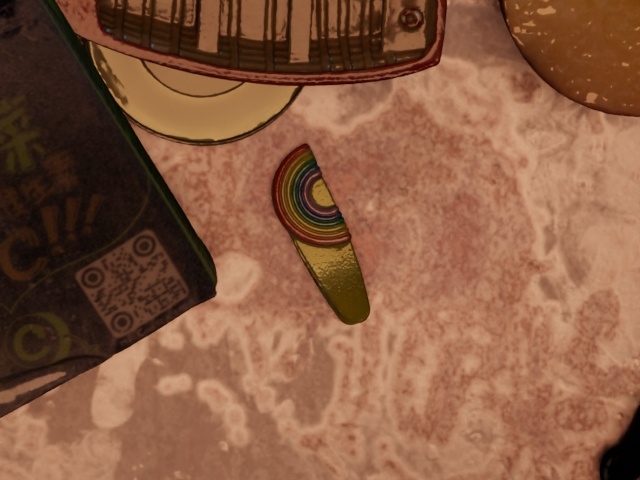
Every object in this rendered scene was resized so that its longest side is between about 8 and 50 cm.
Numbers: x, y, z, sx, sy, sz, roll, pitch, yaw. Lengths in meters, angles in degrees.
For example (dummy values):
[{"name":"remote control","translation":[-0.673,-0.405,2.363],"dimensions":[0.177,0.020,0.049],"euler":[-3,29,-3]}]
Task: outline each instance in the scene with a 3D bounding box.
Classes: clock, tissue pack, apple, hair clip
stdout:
[{"name":"clock","translation":[-0.115,-0.210,1.814],"dimensions":[0.235,0.029,0.235],"euler":[-1,97,-5]},{"name":"tissue pack","translation":[-0.305,-0.047,1.710],"dimensions":[0.288,0.124,0.394],"euler":[-30,121,1]},{"name":"apple","translation":[0.302,-0.282,1.777],"dimensions":[0.251,0.163,0.293],"euler":[32,107,-16]},{"name":"hair clip","translation":[0.000,0.000,1.850],"dimensions":[0.060,0.033,0.188],"euler":[-24,98,-1]}]

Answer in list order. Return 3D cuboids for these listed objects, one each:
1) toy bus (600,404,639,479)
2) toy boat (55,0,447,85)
[{"name":"toy bus","translation":[0.291,0.359,1.895],"dimensions":[0.092,0.093,0.409],"euler":[21,96,-15]},{"name":"toy boat","translation":[-0.077,-0.218,1.764],"dimensions":[0.392,0.079,0.136],"euler":[2,97,-6]}]
